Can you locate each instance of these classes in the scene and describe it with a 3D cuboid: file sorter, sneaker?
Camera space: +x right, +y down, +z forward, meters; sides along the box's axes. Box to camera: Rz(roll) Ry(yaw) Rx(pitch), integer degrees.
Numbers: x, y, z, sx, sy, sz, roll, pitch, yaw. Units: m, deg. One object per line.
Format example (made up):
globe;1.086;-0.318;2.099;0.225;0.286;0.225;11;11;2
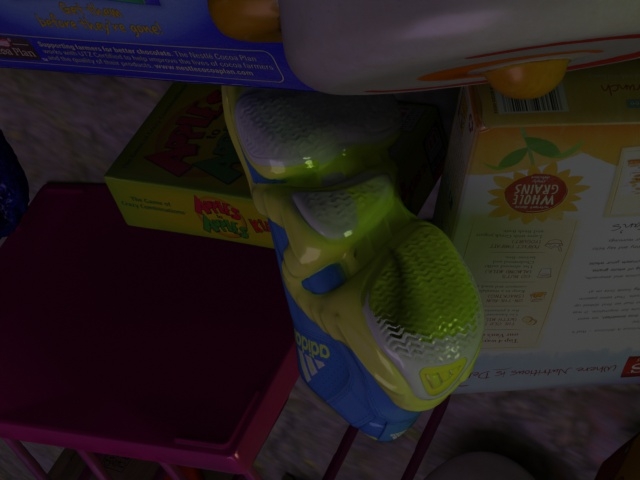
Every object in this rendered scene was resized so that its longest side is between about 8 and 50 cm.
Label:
file sorter;-0.087;0.098;1.119;0.291;0.202;0.182;3;140;36
sneaker;0.000;0.000;0.861;0.091;0.240;0.126;-5;141;-21

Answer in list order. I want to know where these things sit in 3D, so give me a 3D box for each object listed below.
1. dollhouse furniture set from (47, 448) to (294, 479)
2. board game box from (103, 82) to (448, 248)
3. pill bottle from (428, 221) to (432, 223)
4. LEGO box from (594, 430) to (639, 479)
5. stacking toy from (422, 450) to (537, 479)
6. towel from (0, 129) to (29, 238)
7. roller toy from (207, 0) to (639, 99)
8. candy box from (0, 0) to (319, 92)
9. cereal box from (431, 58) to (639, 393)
dollhouse furniture set;-0.118;0.227;1.361;0.262;0.135;0.259;13;142;26
board game box;-0.026;-0.043;0.982;0.181;0.092;0.043;10;141;30
pill bottle;0.057;0.050;1.012;0.065;0.116;0.065;22;146;16
LEGO box;0.263;0.373;0.879;0.372;0.500;0.193;30;147;-1
stacking toy;0.127;0.378;1.228;0.351;0.351;0.479;8;107;31
towel;-0.308;-0.135;0.997;0.308;0.076;0.227;38;160;36
roller toy;0.071;-0.129;0.669;0.191;0.209;0.146;172;90;-68
candy box;-0.122;-0.231;0.793;0.268;0.122;0.317;8;141;34
cereal box;0.144;-0.001;0.873;0.173;0.047;0.240;-2;145;-8
